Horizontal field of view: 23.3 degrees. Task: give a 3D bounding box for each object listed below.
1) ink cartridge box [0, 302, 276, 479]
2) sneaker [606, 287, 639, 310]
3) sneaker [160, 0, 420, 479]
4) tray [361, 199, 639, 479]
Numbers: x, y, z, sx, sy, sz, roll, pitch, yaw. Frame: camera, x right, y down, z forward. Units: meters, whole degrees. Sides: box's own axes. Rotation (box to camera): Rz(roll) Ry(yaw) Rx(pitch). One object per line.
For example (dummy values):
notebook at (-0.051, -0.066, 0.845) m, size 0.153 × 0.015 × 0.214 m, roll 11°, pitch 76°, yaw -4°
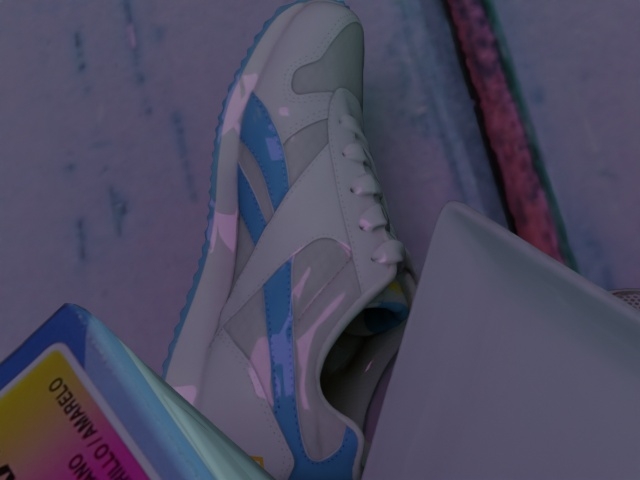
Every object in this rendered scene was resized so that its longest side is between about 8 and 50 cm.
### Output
ink cartridge box at (-0.122, 0.248, 0.466) m, size 0.395 × 0.270 × 0.151 m, roll -40°, pitch 49°, yaw -1°
sneaker at (0.178, 0.061, 0.531) m, size 0.252 × 0.111 × 0.103 m, roll 12°, pitch 68°, yaw 31°
sneaker at (0.000, 0.000, 0.679) m, size 0.092 × 0.087 × 0.229 m, roll 3°, pitch 70°, yaw 20°
tray at (0.108, 0.101, 0.507) m, size 0.270 × 0.030 × 0.145 m, roll 37°, pitch 116°, yaw 50°
